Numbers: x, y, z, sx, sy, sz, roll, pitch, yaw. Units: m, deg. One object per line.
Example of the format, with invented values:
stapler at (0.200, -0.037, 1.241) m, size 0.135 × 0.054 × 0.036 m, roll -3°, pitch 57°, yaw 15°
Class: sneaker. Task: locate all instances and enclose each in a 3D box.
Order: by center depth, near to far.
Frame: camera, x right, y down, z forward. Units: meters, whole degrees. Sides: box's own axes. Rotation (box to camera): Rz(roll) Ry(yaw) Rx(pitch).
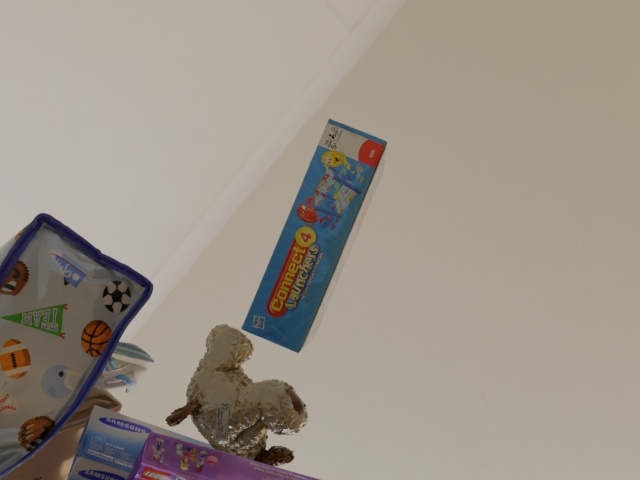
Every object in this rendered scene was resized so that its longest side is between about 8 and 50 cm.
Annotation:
sneaker at (-0.431, 0.238, 1.708) m, size 0.228 × 0.087 × 0.092 m, roll 27°, pitch -84°, yaw -45°

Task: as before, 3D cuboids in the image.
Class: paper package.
paper package at (-0.592, 0.443, 1.775) m, size 0.309 × 0.168 × 0.325 m, roll -9°, pitch -52°, yaw -46°

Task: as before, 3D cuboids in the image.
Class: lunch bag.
lunch bag at (-0.469, 0.185, 1.263) m, size 0.328 × 0.239 × 0.386 m, roll -19°, pitch 40°, yaw 58°

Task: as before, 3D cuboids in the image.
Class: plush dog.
plush dog at (-0.159, 0.319, 1.586) m, size 0.210 × 0.262 × 0.225 m, roll -35°, pitch -37°, yaw -19°

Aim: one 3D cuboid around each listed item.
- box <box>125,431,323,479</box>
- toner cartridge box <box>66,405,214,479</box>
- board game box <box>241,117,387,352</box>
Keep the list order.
box at (-0.158, 0.408, 1.394) m, size 0.201 × 0.293 × 0.057 m, roll 122°, pitch 163°, yaw -46°
toner cartridge box at (-0.284, 0.436, 1.650) m, size 0.165 × 0.347 × 0.075 m, roll -101°, pitch 35°, yaw -68°
board game box at (0.000, 0.000, 1.291) m, size 0.308 × 0.086 × 0.302 m, roll 48°, pitch -116°, yaw -86°
